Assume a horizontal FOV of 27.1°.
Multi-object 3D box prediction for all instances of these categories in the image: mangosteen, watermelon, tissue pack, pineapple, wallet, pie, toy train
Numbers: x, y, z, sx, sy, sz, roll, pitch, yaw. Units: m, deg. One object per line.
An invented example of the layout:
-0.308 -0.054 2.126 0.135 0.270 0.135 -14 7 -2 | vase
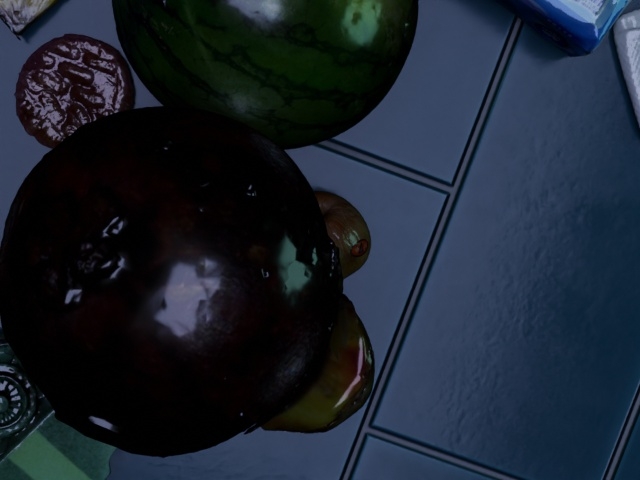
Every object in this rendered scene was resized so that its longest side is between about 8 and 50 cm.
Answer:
-0.145 0.066 1.433 0.381 0.381 0.421 -37 128 0 | mangosteen
-0.067 -0.274 1.529 0.363 0.363 0.363 0 95 -4 | watermelon
0.273 -0.379 1.636 0.263 0.146 0.198 35 90 -5 | tissue pack
-0.367 -0.305 1.635 0.137 0.069 0.116 1 94 -6 | pineapple
0.455 -0.217 1.722 0.124 0.032 0.182 -17 95 -5 | wallet
-0.307 -0.184 1.666 0.154 0.036 0.154 0 96 -3 | pie
-0.398 0.260 1.644 0.299 0.167 0.238 -42 107 1 | toy train

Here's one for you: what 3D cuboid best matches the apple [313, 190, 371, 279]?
-0.003 0.000 1.663 0.126 0.126 0.102 -15 134 -3 | apple
